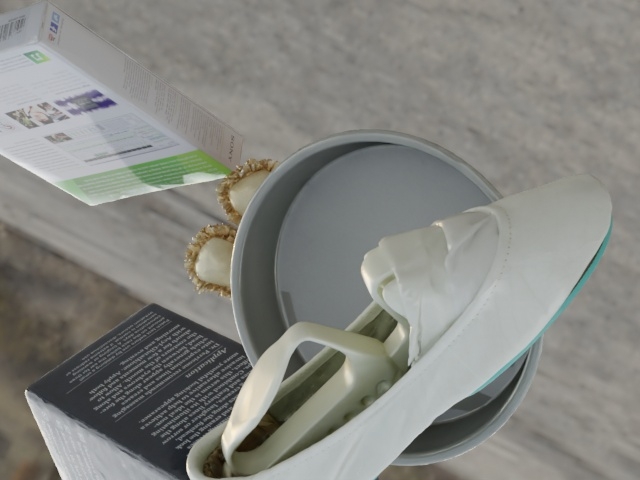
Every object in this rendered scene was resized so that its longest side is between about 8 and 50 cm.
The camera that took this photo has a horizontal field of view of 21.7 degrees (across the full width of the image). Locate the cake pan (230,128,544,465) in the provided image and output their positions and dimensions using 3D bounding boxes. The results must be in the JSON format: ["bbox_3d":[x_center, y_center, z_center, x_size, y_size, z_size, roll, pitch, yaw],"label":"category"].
[{"bbox_3d":[0.061,0.046,1.434,0.293,0.293,0.054,23,-159,21],"label":"cake pan"}]

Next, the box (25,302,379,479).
[{"bbox_3d":[-0.124,0.291,1.979,0.395,0.212,0.294,21,137,46],"label":"box"}]

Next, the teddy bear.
[{"bbox_3d":[0.000,0.000,1.868,0.338,0.245,0.113,-5,-151,-32],"label":"teddy bear"}]

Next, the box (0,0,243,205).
[{"bbox_3d":[-0.270,-0.139,1.811,0.232,0.058,0.322,-10,151,35],"label":"box"}]

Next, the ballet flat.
[{"bbox_3d":[0.050,0.081,1.267,0.139,0.400,0.139,41,-166,-12],"label":"ballet flat"}]
